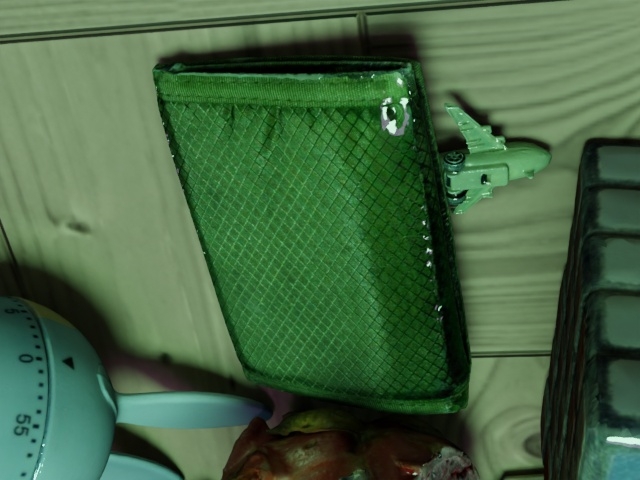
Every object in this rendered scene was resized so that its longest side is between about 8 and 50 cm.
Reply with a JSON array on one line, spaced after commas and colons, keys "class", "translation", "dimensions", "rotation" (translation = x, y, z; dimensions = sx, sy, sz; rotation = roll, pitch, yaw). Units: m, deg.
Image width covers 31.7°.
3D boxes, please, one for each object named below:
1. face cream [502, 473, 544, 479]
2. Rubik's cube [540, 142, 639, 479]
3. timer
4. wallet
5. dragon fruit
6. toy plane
[{"class": "face cream", "translation": [0.244, 0.221, 0.768], "dimensions": [0.285, 0.067, 0.139], "rotation": [-8, 88, 14]}, {"class": "Rubik's cube", "translation": [0.245, 0.108, 0.593], "dimensions": [0.237, 0.238, 0.237], "rotation": [5, 130, 8]}, {"class": "timer", "translation": [-0.178, 0.106, 0.736], "dimensions": [0.175, 0.255, 0.175], "rotation": [6, 101, 35]}, {"class": "wallet", "translation": [0.001, -0.002, 0.658], "dimensions": [0.160, 0.055, 0.236], "rotation": [3, 125, 23]}, {"class": "dragon fruit", "translation": [0.004, 0.195, 0.703], "dimensions": [0.147, 0.211, 0.282], "rotation": [7, 150, 29]}, {"class": "toy plane", "translation": [0.088, -0.042, 0.633], "dimensions": [0.083, 0.033, 0.080], "rotation": [-1, 133, 9]}]
